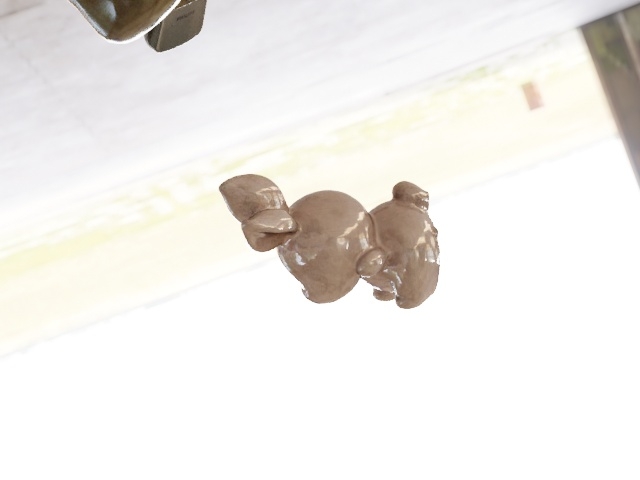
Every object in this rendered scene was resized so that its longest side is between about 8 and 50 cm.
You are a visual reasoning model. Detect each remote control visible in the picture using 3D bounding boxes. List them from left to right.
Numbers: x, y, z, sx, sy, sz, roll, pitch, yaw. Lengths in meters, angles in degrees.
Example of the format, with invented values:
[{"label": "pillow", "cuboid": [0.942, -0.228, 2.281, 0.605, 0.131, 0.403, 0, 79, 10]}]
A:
[{"label": "remote control", "cuboid": [-0.101, -0.233, 1.043, 0.059, 0.028, 0.212, -29, 148, -36]}]

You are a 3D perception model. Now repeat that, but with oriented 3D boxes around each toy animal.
[{"label": "toy animal", "cuboid": [0.000, 0.002, 1.269, 0.213, 0.124, 0.124, 8, 170, -20]}]

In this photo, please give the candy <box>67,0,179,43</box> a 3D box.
[{"label": "candy", "cuboid": [-0.086, -0.221, 0.842, 0.102, 0.104, 0.234, -22, -154, 37]}]
